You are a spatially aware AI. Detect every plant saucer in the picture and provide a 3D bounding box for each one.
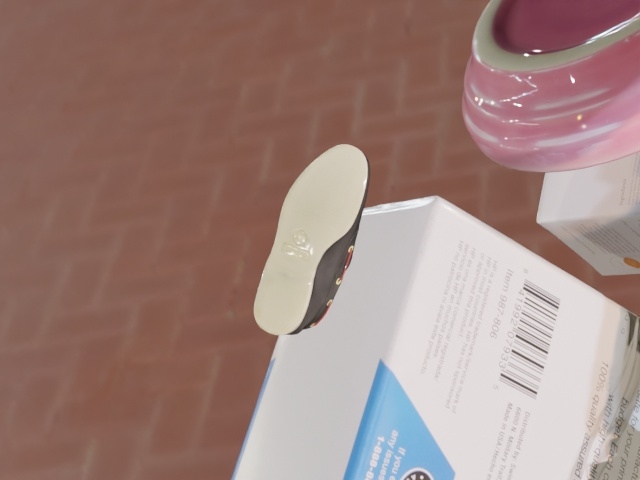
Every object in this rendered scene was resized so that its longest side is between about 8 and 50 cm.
[{"bbox_3d":[0.260,-0.198,1.345,0.332,0.084,0.332,-28,28,17],"label":"plant saucer"}]

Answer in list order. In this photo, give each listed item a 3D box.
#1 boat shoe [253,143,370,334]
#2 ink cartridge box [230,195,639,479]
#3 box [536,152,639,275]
[{"bbox_3d":[-0.002,-0.001,0.996,0.049,0.133,0.042,28,13,23],"label":"boat shoe"},{"bbox_3d":[0.149,0.180,1.258,0.166,0.395,0.285,-8,59,54],"label":"ink cartridge box"},{"bbox_3d":[0.309,-0.036,1.419,0.170,0.130,0.091,-4,63,40],"label":"box"}]
